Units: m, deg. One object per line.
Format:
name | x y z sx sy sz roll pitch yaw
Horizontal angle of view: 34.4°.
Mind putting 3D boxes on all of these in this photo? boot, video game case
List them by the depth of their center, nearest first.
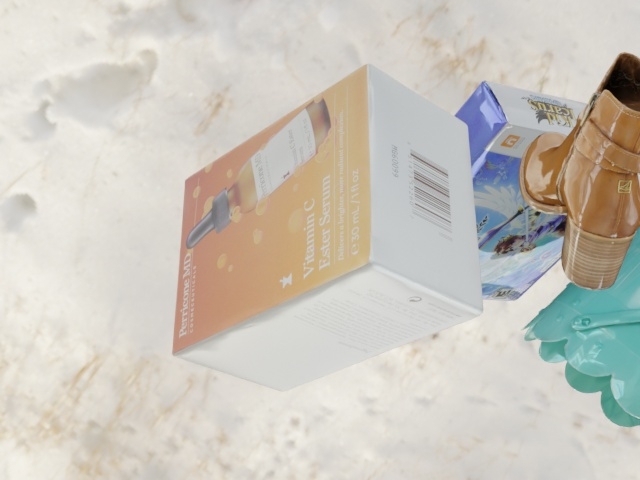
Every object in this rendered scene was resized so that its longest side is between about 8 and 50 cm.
boot | 0.212 -0.076 0.795 0.072 0.197 0.152 1 125 -6
video game case | 0.190 -0.036 1.082 0.244 0.061 0.269 5 138 -35

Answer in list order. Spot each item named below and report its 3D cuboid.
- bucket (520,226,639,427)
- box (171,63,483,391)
bucket | 0.369 0.117 1.078 0.281 0.183 0.281 41 180 0
box | 0.000 0.000 0.617 0.091 0.130 0.170 24 142 -37
